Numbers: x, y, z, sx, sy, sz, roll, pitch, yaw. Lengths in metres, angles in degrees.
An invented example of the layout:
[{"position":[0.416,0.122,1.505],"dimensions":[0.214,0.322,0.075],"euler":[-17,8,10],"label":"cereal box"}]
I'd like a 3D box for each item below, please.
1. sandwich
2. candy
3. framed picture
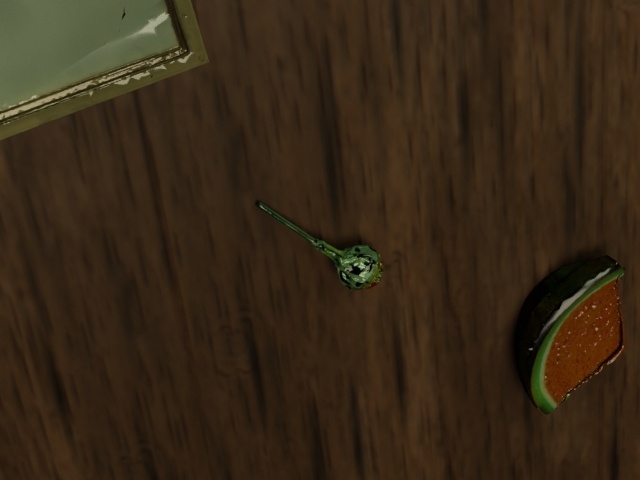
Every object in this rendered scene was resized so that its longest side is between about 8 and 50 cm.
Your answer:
[{"position":[0.146,0.058,0.861],"dimensions":[0.069,0.026,0.101],"euler":[-22,130,-14],"label":"sandwich"},{"position":[0.000,0.000,0.765],"dimensions":[0.083,0.025,0.023],"euler":[36,60,-28],"label":"candy"},{"position":[-0.136,-0.139,0.621],"dimensions":[0.136,0.010,0.201],"euler":[-22,128,-9],"label":"framed picture"}]
